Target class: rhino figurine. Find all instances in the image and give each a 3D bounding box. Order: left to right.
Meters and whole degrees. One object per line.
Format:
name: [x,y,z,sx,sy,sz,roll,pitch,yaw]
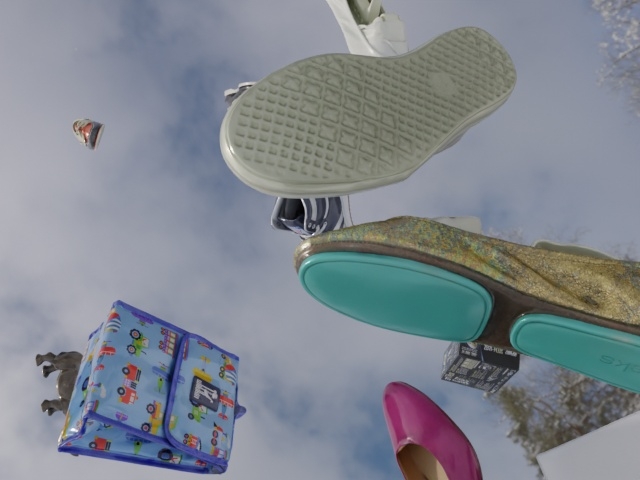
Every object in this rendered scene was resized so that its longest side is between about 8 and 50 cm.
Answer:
rhino figurine: [-0.573,0.369,1.356,0.106,0.073,0.244,-11,-99,-10]

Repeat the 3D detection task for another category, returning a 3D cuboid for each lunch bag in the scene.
lunch bag: [-0.264,0.272,1.034,0.293,0.221,0.138,26,-52,-27]

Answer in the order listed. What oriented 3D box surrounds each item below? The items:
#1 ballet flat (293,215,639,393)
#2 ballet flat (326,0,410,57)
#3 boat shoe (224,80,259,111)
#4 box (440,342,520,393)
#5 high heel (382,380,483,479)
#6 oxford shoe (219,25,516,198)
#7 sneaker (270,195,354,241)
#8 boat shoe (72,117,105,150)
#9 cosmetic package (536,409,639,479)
ballet flat: [0.154,0.036,0.505,0.348,0.123,0.123,14,-77,9]
ballet flat: [0.118,-0.505,1.371,0.139,0.139,0.401,-19,-111,-16]
boat shoe: [-0.114,-0.220,0.920,0.046,0.125,0.038,-7,-85,-35]
box: [0.393,0.299,1.472,0.147,0.180,0.078,13,-122,5]
high heel: [0.136,0.362,0.779,0.181,0.377,0.127,-10,-42,-28]
oxford shoe: [0.071,-0.146,0.723,0.449,0.130,0.169,-28,-94,-36]
sneaker: [0.000,0.000,1.129,0.153,0.099,0.283,-33,-66,-46]
boat shoe: [-0.390,-0.182,0.997,0.043,0.137,0.049,22,-85,-29]
cosmetic package: [0.518,0.405,0.895,0.230,0.162,0.453,-30,-43,16]
